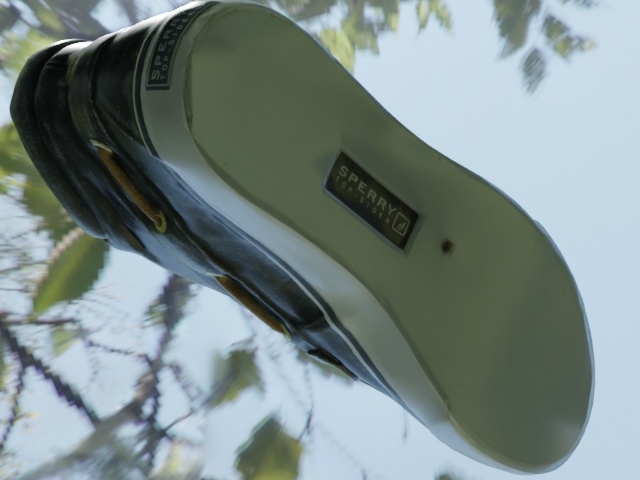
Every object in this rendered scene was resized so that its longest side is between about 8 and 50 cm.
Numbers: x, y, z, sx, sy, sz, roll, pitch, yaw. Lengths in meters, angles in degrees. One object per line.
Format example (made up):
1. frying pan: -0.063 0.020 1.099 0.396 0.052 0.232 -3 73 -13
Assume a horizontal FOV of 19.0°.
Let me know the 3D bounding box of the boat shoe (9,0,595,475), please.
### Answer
1. boat shoe: 0.000 0.000 0.531 0.183 0.083 0.065 44 -117 -32
